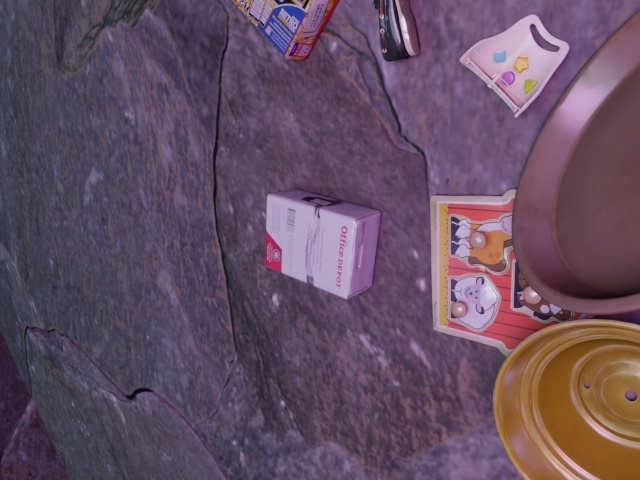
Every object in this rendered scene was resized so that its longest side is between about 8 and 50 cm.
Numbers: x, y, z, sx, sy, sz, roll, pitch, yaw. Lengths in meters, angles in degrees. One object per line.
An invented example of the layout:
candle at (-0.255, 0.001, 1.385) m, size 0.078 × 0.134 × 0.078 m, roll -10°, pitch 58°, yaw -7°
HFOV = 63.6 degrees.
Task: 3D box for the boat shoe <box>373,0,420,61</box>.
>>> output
boat shoe at (0.076, -0.266, 0.567) m, size 0.042 × 0.049 × 0.132 m, roll -4°, pitch 104°, yaw 33°

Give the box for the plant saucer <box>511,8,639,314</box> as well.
plant saucer at (0.245, -0.071, 0.375) m, size 0.041 × 0.277 × 0.277 m, roll 25°, pitch 125°, yaw -11°

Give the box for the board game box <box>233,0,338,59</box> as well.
board game box at (-0.029, -0.348, 0.634) m, size 0.146 × 0.045 × 0.193 m, roll 52°, pitch 129°, yaw 17°

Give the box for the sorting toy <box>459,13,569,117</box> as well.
sorting toy at (0.195, -0.174, 0.502) m, size 0.075 × 0.045 × 0.083 m, roll -47°, pitch 71°, yaw 30°

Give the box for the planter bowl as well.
planter bowl at (0.285, 0.163, 0.487) m, size 0.217 × 0.090 × 0.216 m, roll 13°, pitch 111°, yaw 37°

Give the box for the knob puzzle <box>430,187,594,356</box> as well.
knob puzzle at (0.206, 0.040, 0.559) m, size 0.213 × 0.030 × 0.212 m, roll 12°, pitch 110°, yaw 37°

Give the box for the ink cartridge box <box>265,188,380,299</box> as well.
ink cartridge box at (0.000, 0.000, 0.697) m, size 0.151 × 0.063 × 0.109 m, roll 19°, pitch 113°, yaw 35°
